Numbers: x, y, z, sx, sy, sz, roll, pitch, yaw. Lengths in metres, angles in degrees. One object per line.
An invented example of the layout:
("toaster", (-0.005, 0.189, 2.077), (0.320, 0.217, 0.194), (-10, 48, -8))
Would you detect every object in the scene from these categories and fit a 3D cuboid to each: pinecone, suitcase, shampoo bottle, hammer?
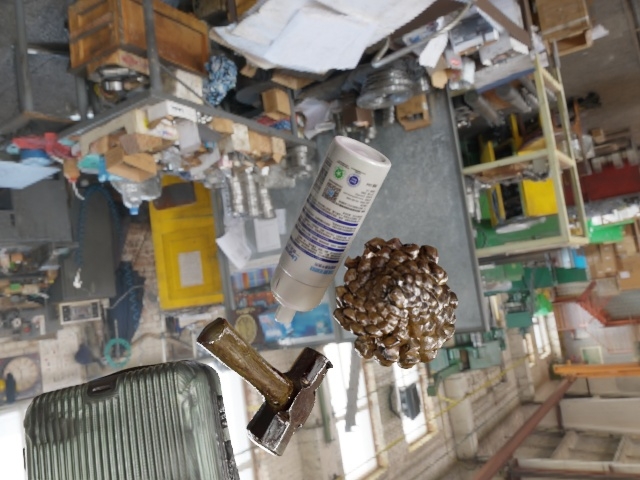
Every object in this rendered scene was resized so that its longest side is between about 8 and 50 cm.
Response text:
("pinecone", (0.109, 0.093, 0.771), (0.195, 0.179, 0.150), (44, 163, -32))
("suitcase", (-0.181, 0.286, 0.553), (0.202, 0.312, 0.128), (-14, 164, 3))
("shampoo bottle", (0.000, 0.000, 0.805), (0.092, 0.303, 0.092), (21, -157, -9))
("hammer", (-0.129, 0.273, 1.127), (0.095, 0.242, 0.409), (17, 153, 38))
